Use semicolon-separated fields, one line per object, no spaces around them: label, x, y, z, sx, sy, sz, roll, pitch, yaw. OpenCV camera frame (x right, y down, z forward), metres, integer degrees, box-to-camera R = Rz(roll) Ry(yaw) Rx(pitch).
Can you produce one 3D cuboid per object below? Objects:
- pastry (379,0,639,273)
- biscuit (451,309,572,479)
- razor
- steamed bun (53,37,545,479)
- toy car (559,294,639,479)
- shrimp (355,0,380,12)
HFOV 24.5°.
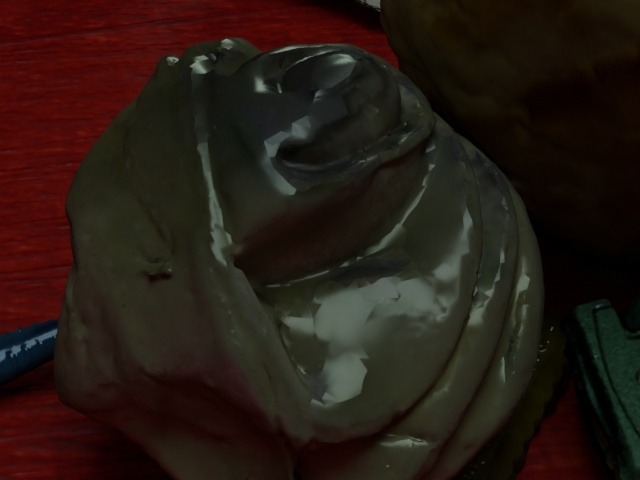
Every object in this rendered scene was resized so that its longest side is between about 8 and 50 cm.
pastry;0.226;-0.134;0.916;0.388;0.388;0.312;4;68;1
biscuit;0.043;0.103;0.888;0.172;0.029;0.254;20;46;18
razor;-0.164;0.065;0.906;0.253;0.042;0.082;-14;48;-16
steamed bun;0.000;0.000;0.818;0.280;0.207;0.268;28;50;16
toy car;0.307;0.092;0.864;0.321;0.097;0.141;-4;45;-9
shrimp;0.036;-0.238;1.224;0.294;0.062;0.154;5;49;0
